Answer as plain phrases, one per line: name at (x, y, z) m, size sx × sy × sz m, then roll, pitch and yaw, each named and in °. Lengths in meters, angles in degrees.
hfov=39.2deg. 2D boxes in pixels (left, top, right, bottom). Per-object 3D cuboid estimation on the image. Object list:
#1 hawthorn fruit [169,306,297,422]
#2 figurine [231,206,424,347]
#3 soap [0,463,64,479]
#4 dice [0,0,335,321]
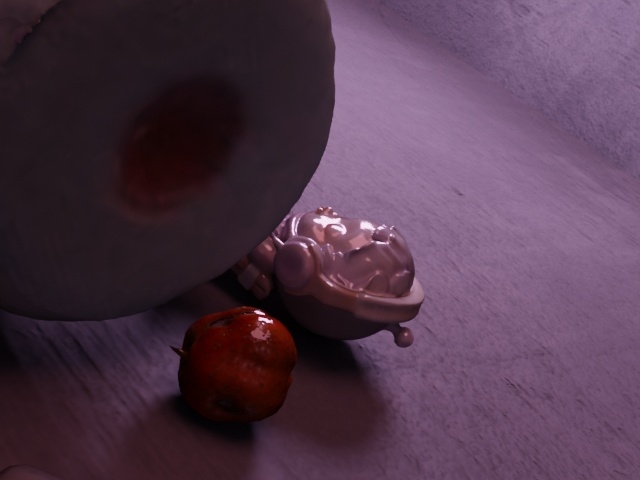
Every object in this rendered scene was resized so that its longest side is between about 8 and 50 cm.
hawthorn fruit at (-0.064, 0.088, 0.650) m, size 0.093 × 0.093 × 0.093 m, roll 24°, pitch 24°, yaw -11°
figurine at (-0.001, 0.003, 0.814) m, size 0.236 × 0.141 × 0.162 m, roll 35°, pitch 19°, yaw 15°
soap at (-0.081, 0.239, 0.291) m, size 0.285 × 0.107 × 0.296 m, roll 33°, pitch 23°, yaw 8°
dice at (-0.166, -0.125, 0.632) m, size 0.264 × 0.268 × 0.262 m, roll -30°, pitch 51°, yaw -26°
